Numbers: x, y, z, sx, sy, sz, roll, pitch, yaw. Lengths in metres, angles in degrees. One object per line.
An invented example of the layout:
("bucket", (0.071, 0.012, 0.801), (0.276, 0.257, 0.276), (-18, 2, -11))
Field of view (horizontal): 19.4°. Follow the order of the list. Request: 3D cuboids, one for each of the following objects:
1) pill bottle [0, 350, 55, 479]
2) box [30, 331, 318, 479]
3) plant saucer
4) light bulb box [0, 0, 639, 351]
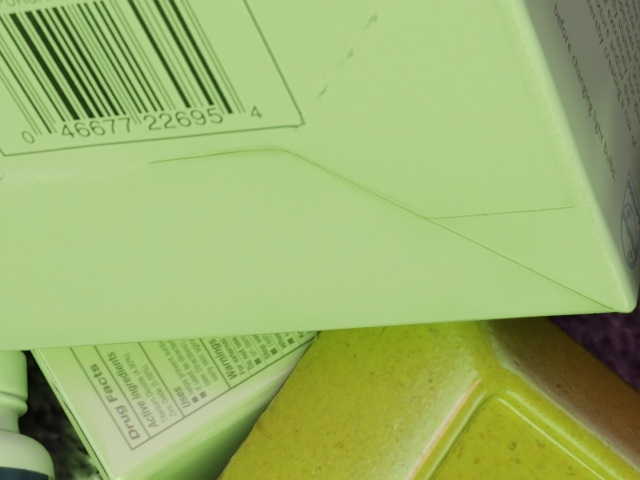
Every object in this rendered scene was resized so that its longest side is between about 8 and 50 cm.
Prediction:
("pill bottle", (-0.187, 0.149, 0.933), (0.112, 0.112, 0.187), (-4, 74, 1))
("box", (0.000, 0.000, 0.964), (0.311, 0.121, 0.148), (-30, 74, -6))
("plant saucer", (0.086, 0.213, 0.852), (0.333, 0.081, 0.333), (38, 77, -13))
("light bulb box", (-0.034, -0.158, 0.844), (0.358, 0.225, 0.361), (-5, 46, 22))
